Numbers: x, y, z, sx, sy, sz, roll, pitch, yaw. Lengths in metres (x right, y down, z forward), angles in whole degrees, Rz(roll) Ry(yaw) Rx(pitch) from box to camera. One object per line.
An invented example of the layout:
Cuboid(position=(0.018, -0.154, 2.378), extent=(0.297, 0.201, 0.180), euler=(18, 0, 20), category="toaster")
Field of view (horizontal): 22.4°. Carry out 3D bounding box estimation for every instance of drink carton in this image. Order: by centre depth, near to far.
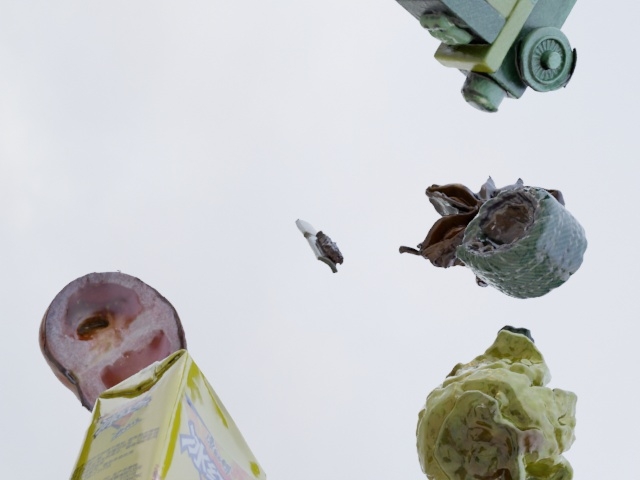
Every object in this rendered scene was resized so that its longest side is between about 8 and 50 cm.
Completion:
Cuboid(position=(-0.132, 0.237, 1.327), extent=(0.154, 0.111, 0.351), euler=(59, 12, -17), category="drink carton")

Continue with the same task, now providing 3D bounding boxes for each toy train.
Cuboid(position=(0.270, -0.377, 2.193), extent=(0.160, 0.253, 0.397), euler=(18, -105, 55), category="toy train")

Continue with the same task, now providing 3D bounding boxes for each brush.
Cuboid(position=(0.000, 0.000, 2.645), extent=(0.043, 0.036, 0.248), euler=(44, 4, -16), category="brush")

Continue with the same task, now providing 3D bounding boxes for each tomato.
Cuboid(position=(-0.308, 0.152, 2.378), extent=(0.228, 0.199, 0.112), euler=(59, -22, -9), category="tomato")

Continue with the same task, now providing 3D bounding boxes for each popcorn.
Cuboid(position=(0.296, 0.320, 2.660), extent=(0.237, 0.293, 0.293), euler=(-25, 104, -81), category="popcorn")

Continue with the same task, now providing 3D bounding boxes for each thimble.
Cuboid(position=(0.239, 0.001, 1.909), extent=(0.135, 0.090, 0.118), euler=(-4, -126, 50), category="thimble")

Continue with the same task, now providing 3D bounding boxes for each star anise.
Cuboid(position=(0.252, -0.019, 2.379), extent=(0.220, 0.190, 0.126), euler=(21, -15, 37), category="star anise")
